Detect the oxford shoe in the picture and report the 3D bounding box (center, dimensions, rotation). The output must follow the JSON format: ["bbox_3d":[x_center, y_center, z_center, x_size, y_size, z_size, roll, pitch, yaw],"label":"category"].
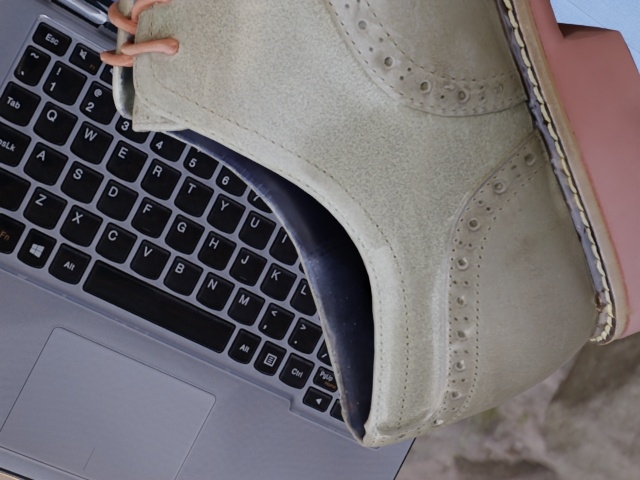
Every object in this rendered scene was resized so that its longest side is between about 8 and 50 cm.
[{"bbox_3d":[-0.017,-0.107,0.415,0.397,0.146,0.140,60,170,-11],"label":"oxford shoe"}]

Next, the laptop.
[{"bbox_3d":[0.000,0.000,0.682,0.382,0.408,0.236,28,178,-28],"label":"laptop"}]
